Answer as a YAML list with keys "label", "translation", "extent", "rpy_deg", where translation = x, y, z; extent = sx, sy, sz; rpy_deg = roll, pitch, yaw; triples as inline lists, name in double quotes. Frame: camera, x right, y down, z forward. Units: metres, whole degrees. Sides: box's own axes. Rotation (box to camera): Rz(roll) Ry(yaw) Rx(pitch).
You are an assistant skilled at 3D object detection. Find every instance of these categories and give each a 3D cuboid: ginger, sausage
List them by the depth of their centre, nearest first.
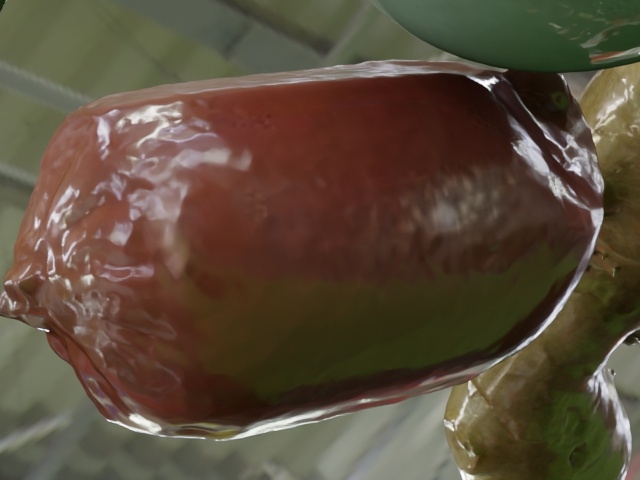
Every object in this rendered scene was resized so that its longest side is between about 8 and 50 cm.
- label: "sausage"
  translation: [0.000, 0.000, 0.760]
  extent: [0.254, 0.148, 0.148]
  rpy_deg: [-5, -51, -29]
- label: "ginger"
  translation: [0.165, 0.005, 1.055]
  extent: [0.363, 0.122, 0.348]
  rpy_deg: [-44, -26, 12]

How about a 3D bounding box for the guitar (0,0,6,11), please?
- label: "guitar"
  translation: [-0.190, -0.232, 1.316]
  extent: [0.038, 0.084, 0.271]
  rpy_deg: [0, -23, -38]

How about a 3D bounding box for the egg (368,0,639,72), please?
- label: "egg"
  translation: [0.129, -0.246, 0.721]
  extent: [0.276, 0.276, 0.389]
  rpy_deg: [24, -84, -51]
